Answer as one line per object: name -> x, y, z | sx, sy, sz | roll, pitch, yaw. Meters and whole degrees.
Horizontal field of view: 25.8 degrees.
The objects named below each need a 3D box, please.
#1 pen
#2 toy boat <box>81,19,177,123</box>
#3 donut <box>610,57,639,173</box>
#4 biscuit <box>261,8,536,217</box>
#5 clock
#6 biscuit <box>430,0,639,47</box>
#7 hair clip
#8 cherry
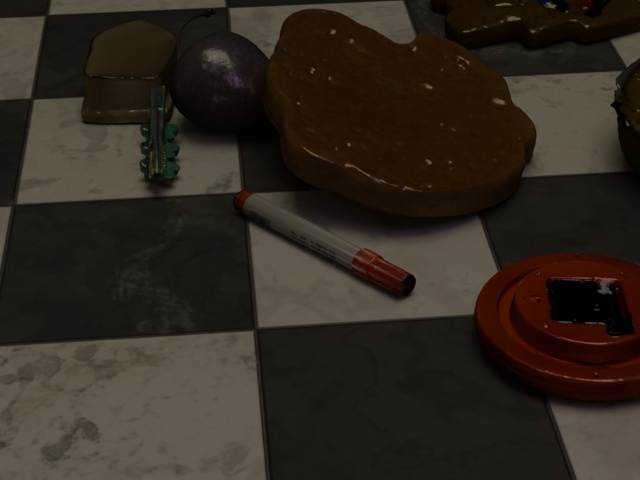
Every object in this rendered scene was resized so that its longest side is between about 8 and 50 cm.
pen -> 0.000, 0.000, 1.425 | 0.239, 0.028, 0.028 | 27, 42, 36
toy boat -> -0.231, -0.215, 1.725 | 0.116, 0.061, 0.188 | 0, 33, 2
donut -> 0.455, -0.126, 1.553 | 0.272, 0.107, 0.272 | -5, 34, 3
biscuit -> 0.085, -0.144, 1.570 | 0.312, 0.057, 0.351 | 1, 41, -22
clock -> 0.245, 0.073, 1.291 | 0.205, 0.051, 0.205 | 0, 32, 0
biscuit -> 0.303, -0.331, 1.910 | 0.301, 0.043, 0.278 | 7, 34, 11
hair clip -> -0.181, -0.111, 1.581 | 0.049, 0.049, 0.173 | -3, 41, -3
cherry -> -0.097, -0.201, 1.659 | 0.148, 0.115, 0.188 | -1, 26, 23
